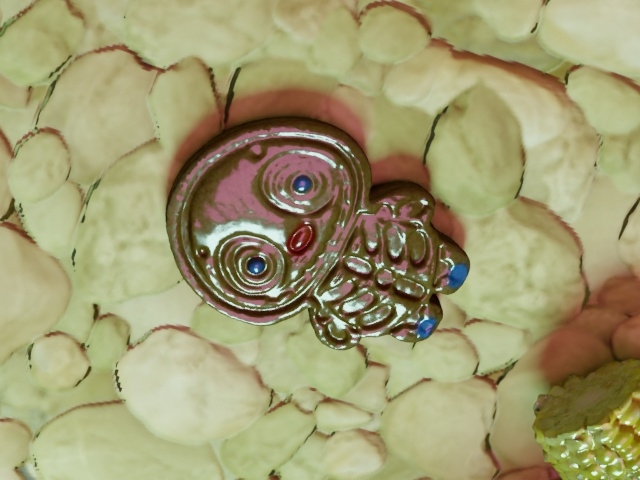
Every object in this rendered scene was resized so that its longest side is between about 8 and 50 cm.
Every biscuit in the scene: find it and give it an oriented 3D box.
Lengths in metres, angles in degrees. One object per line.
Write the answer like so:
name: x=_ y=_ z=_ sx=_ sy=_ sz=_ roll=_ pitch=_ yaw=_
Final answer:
biscuit: x=0.000 y=0.000 z=0.922 sx=0.175 sy=0.026 sz=0.124 roll=23 pitch=107 yaw=-17

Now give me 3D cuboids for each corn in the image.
corn: x=0.223 y=0.171 z=0.992 sx=0.093 sy=0.093 sz=0.244 roll=-38 pitch=113 yaw=7
